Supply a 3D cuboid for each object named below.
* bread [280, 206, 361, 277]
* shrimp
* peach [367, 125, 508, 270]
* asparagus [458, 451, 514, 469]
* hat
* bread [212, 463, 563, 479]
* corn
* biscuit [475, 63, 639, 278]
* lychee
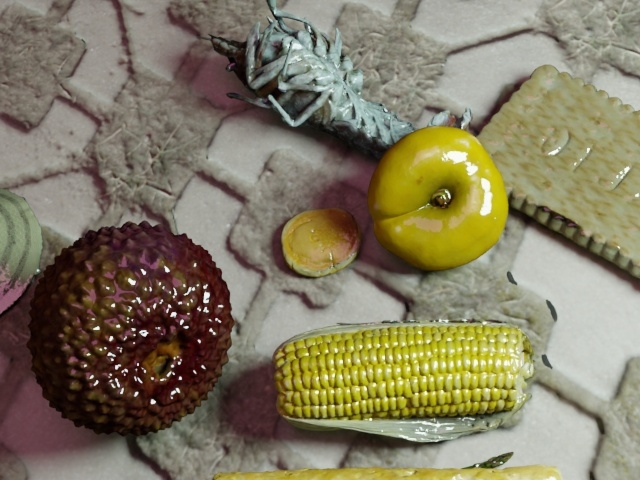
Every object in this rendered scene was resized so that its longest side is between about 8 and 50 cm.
[{"bbox_3d":[0.000,0.000,1.554,0.110,0.024,0.110,-5,56,7],"label":"bread"},{"bbox_3d":[0.006,-0.212,1.623,0.410,0.166,0.221,39,37,15],"label":"shrimp"},{"bbox_3d":[0.142,-0.051,1.487,0.179,0.103,0.179,0,94,7],"label":"peach"},{"bbox_3d":[0.142,0.270,1.358,0.162,0.016,0.016,-21,30,-3],"label":"asparagus"},{"bbox_3d":[-0.500,-0.003,1.598,0.252,0.110,0.252,-5,56,8],"label":"hat"},{"bbox_3d":[0.070,0.354,1.226,0.375,0.165,0.237,-4,59,6],"label":"bread"},{"bbox_3d":[0.097,0.153,1.390,0.305,0.122,0.123,-2,29,6],"label":"corn"},{"bbox_3d":[0.353,-0.086,1.533,0.325,0.044,0.217,32,69,27],"label":"biscuit"},{"bbox_3d":[-0.231,0.090,1.420,0.271,0.271,0.271,-5,57,7],"label":"lychee"}]
